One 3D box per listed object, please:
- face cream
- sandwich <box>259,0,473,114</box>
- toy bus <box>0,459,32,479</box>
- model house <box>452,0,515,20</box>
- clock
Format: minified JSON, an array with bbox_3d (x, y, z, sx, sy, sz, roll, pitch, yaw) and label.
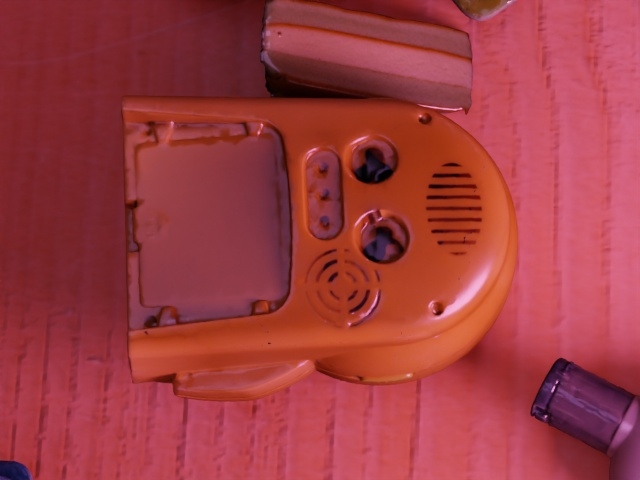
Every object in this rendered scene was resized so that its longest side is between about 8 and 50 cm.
[{"bbox_3d":[0.303,0.176,1.393,0.291,0.071,0.144,28,84,16],"label":"face cream"},{"bbox_3d":[0.040,-0.151,1.493,0.163,0.113,0.079,1,78,10],"label":"sandwich"},{"bbox_3d":[-0.310,0.325,1.407,0.152,0.190,0.312,-12,76,14],"label":"toy bus"},{"bbox_3d":[0.051,-0.349,1.427,0.340,0.323,0.300,-35,73,1],"label":"model house"},{"bbox_3d":[0.000,0.000,1.438,0.317,0.200,0.244,-2,80,2],"label":"clock"}]
